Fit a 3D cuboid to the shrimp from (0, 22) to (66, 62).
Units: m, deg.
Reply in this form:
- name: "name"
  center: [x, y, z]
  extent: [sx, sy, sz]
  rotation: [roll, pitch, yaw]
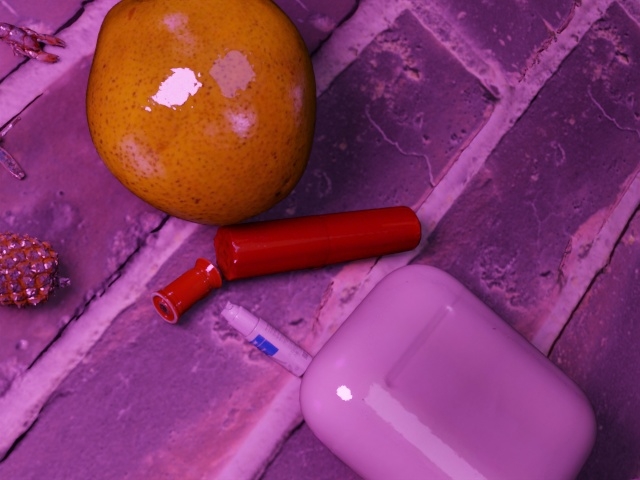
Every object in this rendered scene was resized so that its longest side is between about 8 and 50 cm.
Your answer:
- name: "shrimp"
  center: [-0.351, -0.236, 1.396]
  extent: [0.092, 0.029, 0.038]
  rotation: [9, 70, -30]

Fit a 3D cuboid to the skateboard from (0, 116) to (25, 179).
- name: "skateboard"
  center: [-0.353, -0.106, 1.323]
  extent: [0.064, 0.083, 0.032]
  rotation: [49, 58, -9]

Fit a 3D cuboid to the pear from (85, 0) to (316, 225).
- name: "pear"
  center: [-0.132, -0.161, 1.356]
  extent: [0.294, 0.294, 0.294]
  rotation: [9, 71, -26]

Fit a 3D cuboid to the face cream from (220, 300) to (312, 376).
- name: "face cream"
  center: [-0.069, 0.119, 1.436]
  extent: [0.130, 0.034, 0.034]
  rotation: [39, 61, -14]

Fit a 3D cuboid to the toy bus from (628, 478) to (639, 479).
- name: "toy bus"
  center: [0.407, 0.356, 1.487]
  extent: [0.112, 0.274, 0.090]
  rotation: [16, 69, -10]

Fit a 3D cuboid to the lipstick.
- name: "lipstick"
  center: [0.001, 0.000, 1.491]
  extent: [0.280, 0.073, 0.073]
  rotation: [-8, 79, -29]

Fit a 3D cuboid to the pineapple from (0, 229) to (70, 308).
- name: "pineapple"
  center: [-0.382, 0.030, 1.264]
  extent: [0.221, 0.083, 0.103]
  rotation: [12, 98, -28]

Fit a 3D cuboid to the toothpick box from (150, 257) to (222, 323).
- name: "toothpick box"
  center: [-0.160, 0.060, 1.398]
  extent: [0.083, 0.047, 0.047]
  rotation: [-39, 95, -32]

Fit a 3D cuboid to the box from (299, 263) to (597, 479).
- name: "box"
  center: [0.164, 0.213, 1.445]
  extent: [0.349, 0.141, 0.288]
  rotation: [41, 59, 3]
